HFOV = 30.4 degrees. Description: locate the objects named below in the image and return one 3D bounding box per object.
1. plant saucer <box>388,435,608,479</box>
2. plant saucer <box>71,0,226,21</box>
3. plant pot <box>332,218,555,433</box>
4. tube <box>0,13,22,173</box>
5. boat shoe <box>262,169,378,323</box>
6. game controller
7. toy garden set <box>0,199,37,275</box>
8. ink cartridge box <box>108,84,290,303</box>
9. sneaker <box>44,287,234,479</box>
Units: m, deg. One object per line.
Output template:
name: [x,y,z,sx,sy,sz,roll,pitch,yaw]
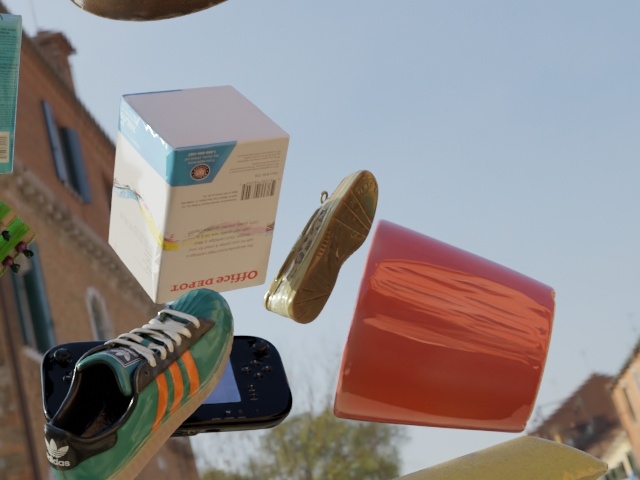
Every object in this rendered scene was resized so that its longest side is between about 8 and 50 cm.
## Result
plant saucer: [0.112,0.331,1.354,0.333,0.081,0.333,-12,-26,-31]
plant saucer: [-0.170,-0.376,1.391,0.311,0.310,0.050,-17,-44,2]
plant pot: [0.163,0.128,1.522,0.243,0.274,0.275,14,-18,6]
tube: [-0.421,-0.191,1.527,0.052,0.207,0.080,10,10,23]
boat shoe: [0.000,0.000,1.938,0.089,0.285,0.104,14,-26,40]
game controller: [-0.199,0.189,1.531,0.319,0.166,0.067,-2,-62,-16]
toy garden set: [-0.454,0.030,1.446,0.203,0.049,0.244,-50,-20,-10]
ink cartridge box: [-0.196,-0.074,1.835,0.198,0.197,0.270,-10,-55,-32]
sneaker: [-0.199,0.149,1.332,0.108,0.302,0.121,15,-40,26]
